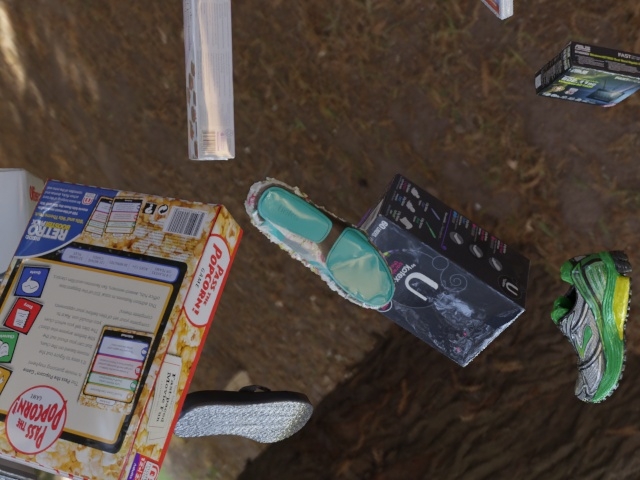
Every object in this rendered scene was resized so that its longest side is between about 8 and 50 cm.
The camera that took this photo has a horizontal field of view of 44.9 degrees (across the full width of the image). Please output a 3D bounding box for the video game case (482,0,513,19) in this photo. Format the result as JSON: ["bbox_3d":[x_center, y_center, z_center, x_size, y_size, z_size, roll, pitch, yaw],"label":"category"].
[{"bbox_3d":[0.239,-0.515,1.210,0.285,0.025,0.204,72,173,-50],"label":"video game case"}]

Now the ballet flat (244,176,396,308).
[{"bbox_3d":[0.000,0.000,1.012,0.241,0.091,0.077,41,171,-19],"label":"ballet flat"}]

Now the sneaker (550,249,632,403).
[{"bbox_3d":[0.544,0.177,1.584,0.146,0.134,0.343,-1,112,11],"label":"sneaker"}]

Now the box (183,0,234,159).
[{"bbox_3d":[-0.180,-0.291,1.245,0.063,0.067,0.324,-166,73,-64],"label":"box"}]

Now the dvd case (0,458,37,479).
[{"bbox_3d":[-0.398,0.148,0.816,0.238,0.029,0.179,54,-177,36],"label":"dvd case"}]

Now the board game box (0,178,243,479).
[{"bbox_3d":[-0.153,0.059,0.523,0.147,0.193,0.045,10,158,20],"label":"board game box"}]

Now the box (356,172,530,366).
[{"bbox_3d":[0.179,0.048,1.252,0.270,0.143,0.165,32,127,-4],"label":"box"}]

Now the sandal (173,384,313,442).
[{"bbox_3d":[-0.106,0.238,1.112,0.254,0.097,0.054,19,-152,-46],"label":"sandal"}]

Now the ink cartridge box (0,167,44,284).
[{"bbox_3d":[-0.279,0.045,0.660,0.153,0.087,0.208,-173,79,-75],"label":"ink cartridge box"}]

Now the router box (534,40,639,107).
[{"bbox_3d":[0.366,-0.221,1.041,0.122,0.038,0.092,6,164,-13],"label":"router box"}]
